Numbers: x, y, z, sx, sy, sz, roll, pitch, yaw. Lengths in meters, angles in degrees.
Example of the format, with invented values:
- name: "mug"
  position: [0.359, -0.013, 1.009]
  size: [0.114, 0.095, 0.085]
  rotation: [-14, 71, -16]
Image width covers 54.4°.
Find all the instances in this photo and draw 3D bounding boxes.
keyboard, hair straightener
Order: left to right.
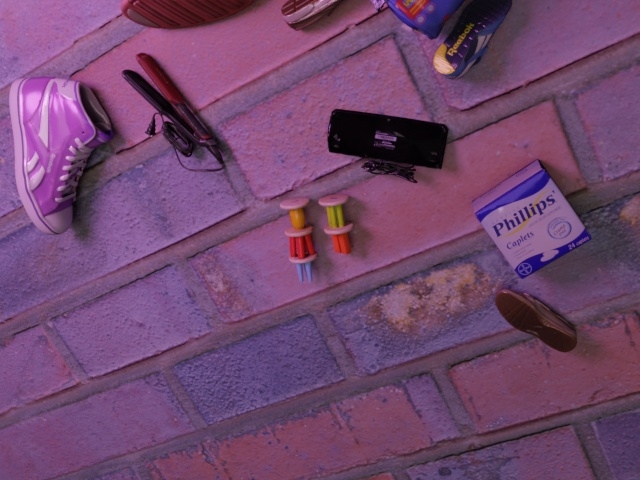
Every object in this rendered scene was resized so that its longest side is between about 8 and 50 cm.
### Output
- name: "hair straightener"
  position: [-0.253, -0.202, 1.061]
  size: [0.089, 0.047, 0.230]
  rotation: [-36, 105, 23]
- name: "keyboard"
  position: [0.104, -0.151, 1.010]
  size: [0.191, 0.038, 0.100]
  rotation: [11, 90, 9]

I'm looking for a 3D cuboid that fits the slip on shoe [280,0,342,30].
- name: "slip on shoe"
  position: [0.007, -0.360, 0.938]
  size: [0.135, 0.052, 0.041]
  rotation: [-27, 144, 13]

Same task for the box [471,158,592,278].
- name: "box"
  position: [0.328, -0.033, 0.978]
  size: [0.126, 0.072, 0.137]
  rotation: [-35, 100, 22]

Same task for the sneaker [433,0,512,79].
- name: "sneaker"
  position: [0.223, -0.297, 0.911]
  size: [0.144, 0.059, 0.053]
  rotation: [-49, 63, 9]

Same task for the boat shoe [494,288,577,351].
- name: "boat shoe"
  position: [0.365, 0.128, 1.055]
  size: [0.153, 0.048, 0.056]
  rotation: [31, 127, 6]

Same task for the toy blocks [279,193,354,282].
- name: "toy blocks"
  position: [0.000, 0.000, 1.074]
  size: [0.123, 0.054, 0.148]
  rotation: [-3, 111, 14]

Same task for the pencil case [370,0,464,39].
- name: "pencil case"
  position: [0.193, -0.422, 0.827]
  size: [0.133, 0.119, 0.306]
  rotation: [42, 114, 3]

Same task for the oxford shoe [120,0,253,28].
- name: "oxford shoe"
  position: [-0.136, -0.443, 0.909]
  size: [0.396, 0.140, 0.147]
  rotation: [-19, 75, 24]

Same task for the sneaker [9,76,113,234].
- name: "sneaker"
  position: [-0.441, -0.140, 1.093]
  size: [0.160, 0.102, 0.282]
  rotation: [2, 112, 8]
